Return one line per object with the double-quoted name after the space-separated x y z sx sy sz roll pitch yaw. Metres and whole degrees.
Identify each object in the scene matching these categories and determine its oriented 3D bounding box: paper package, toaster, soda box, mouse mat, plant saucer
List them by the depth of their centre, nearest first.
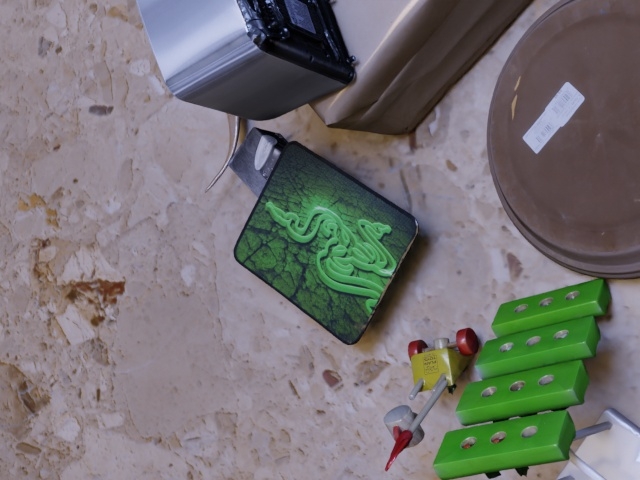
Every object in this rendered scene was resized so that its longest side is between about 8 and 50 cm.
-0.070 -0.204 0.848 0.110 0.186 0.168 -26 76 26 "toaster"
0.261 -0.103 0.880 0.278 0.041 0.277 0 90 44 "plant saucer"
0.048 -0.315 0.982 0.309 0.168 0.325 -48 65 21 "paper package"
0.000 0.000 1.024 0.190 0.007 0.152 34 105 27 "mouse mat"
-0.026 -0.051 1.079 0.169 0.053 0.060 46 111 25 "soda box"

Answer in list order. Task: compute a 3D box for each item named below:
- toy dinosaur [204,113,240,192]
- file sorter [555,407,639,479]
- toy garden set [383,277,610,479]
-0.102 -0.172 1.142 0.112 0.064 0.211 -38 58 44 "toy dinosaur"
0.225 0.318 0.828 0.193 0.173 0.277 38 107 29 "file sorter"
0.149 0.138 0.871 0.204 0.244 0.049 -19 109 33 "toy garden set"
